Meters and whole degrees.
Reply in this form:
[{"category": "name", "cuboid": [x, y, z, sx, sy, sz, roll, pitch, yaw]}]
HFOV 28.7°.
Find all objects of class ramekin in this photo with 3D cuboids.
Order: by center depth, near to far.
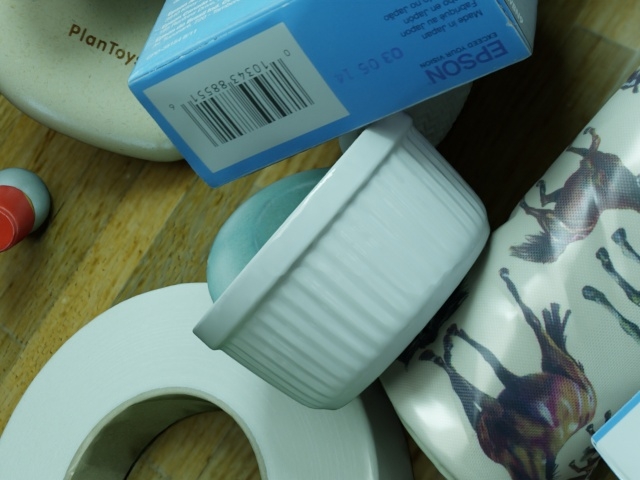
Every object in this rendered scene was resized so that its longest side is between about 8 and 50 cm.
[{"category": "ramekin", "cuboid": [0.020, 0.018, 0.842, 0.109, 0.207, 0.207, 41, 96, -2]}]

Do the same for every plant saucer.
[{"category": "plant saucer", "cuboid": [0.000, 0.000, 0.990, 0.195, 0.037, 0.195, -7, 47, 7]}]

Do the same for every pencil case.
[{"category": "pencil case", "cuboid": [0.219, 0.011, 0.829, 0.183, 0.160, 0.410, 43, 96, 8]}]

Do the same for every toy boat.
[{"category": "toy boat", "cuboid": [-0.231, -0.133, 1.148, 0.318, 0.267, 0.148, -58, 9, 11]}]

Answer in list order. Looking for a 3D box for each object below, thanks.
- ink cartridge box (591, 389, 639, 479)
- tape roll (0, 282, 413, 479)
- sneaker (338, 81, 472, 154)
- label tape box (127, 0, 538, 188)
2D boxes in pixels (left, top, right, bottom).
[{"category": "ink cartridge box", "cuboid": [0.263, 0.120, 0.741, 0.139, 0.191, 0.082, -46, 54, 7]}, {"category": "tape roll", "cuboid": [-0.112, 0.226, 0.999, 0.392, 0.072, 0.392, -11, 66, 26]}, {"category": "sneaker", "cuboid": [0.020, -0.234, 1.062, 0.210, 0.137, 0.365, 0, 89, 53]}, {"category": "label tape box", "cuboid": [0.028, -0.212, 0.856, 0.241, 0.106, 0.333, -20, 35, 29]}]
